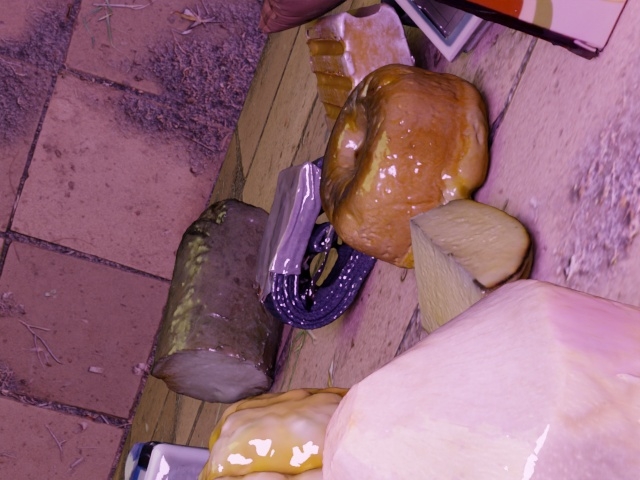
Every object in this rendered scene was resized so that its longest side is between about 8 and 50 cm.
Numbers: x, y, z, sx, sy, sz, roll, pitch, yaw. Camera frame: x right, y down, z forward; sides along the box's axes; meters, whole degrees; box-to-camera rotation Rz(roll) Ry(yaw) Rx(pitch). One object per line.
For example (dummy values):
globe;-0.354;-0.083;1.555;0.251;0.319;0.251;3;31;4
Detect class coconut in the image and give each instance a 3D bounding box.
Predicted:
coconut;0.114;0.124;0.663;0.237;0.237;0.197;120;164;-46

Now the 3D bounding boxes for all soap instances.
soap;0.050;-0.218;1.576;0.274;0.089;0.173;-139;33;-76

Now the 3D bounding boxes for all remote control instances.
remote control;0.170;-0.303;1.247;0.055;0.103;0.277;-35;-9;-31

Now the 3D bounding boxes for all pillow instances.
pillow;0.023;-0.341;1.481;0.236;0.084;0.223;-34;5;-10

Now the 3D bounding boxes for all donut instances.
donut;0.087;-0.086;1.288;0.261;0.128;0.208;-134;63;-74

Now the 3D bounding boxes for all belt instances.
belt;0.000;0.000;1.521;0.126;0.140;0.230;176;112;-78

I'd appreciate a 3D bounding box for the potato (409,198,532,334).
potato;0.145;0.046;1.051;0.149;0.081;0.120;-131;26;-57

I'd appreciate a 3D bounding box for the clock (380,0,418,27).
clock;0.178;-0.443;1.481;0.386;0.076;0.386;-164;90;-78

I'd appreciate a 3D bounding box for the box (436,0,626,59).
box;0.136;-0.387;0.954;0.122;0.345;0.385;-98;27;-64

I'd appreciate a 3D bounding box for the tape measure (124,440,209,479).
tape measure;-0.071;0.326;1.123;0.138;0.259;0.262;139;146;-68

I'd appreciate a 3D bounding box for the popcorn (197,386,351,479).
popcorn;-0.014;0.268;0.874;0.293;0.292;0.334;21;130;46

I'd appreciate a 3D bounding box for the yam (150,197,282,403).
yam;-0.149;0.095;1.925;0.195;0.195;0.300;130;153;-61
